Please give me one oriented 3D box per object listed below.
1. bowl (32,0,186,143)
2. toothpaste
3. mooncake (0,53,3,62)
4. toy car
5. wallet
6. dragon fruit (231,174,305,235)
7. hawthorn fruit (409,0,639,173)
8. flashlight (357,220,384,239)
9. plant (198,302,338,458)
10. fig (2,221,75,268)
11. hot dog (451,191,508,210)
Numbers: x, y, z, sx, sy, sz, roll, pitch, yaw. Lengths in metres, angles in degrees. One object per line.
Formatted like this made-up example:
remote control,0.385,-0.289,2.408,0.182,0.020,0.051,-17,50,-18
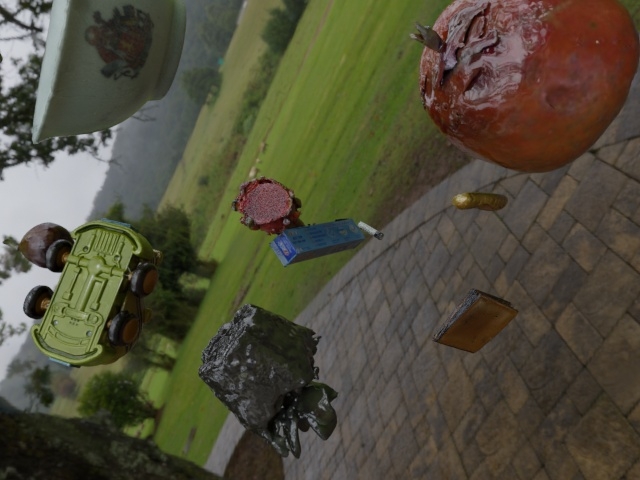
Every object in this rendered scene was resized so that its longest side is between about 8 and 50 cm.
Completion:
bowl,-0.351,-0.354,0.966,0.435,0.196,0.434,-26,59,55
toothpaste,0.000,0.000,1.238,0.053,0.066,0.272,-42,-17,31
mooncake,-0.752,-0.394,1.201,0.130,0.073,0.125,-36,46,-6
toy car,-0.368,0.095,0.965,0.142,0.201,0.247,52,-124,-68
wallet,0.423,0.225,1.548,0.195,0.161,0.042,-55,28,26
dragon fruit,-0.108,-0.068,1.333,0.150,0.208,0.133,27,85,49
hawthorn fruit,0.246,-0.235,0.768,0.276,0.308,0.275,-176,90,-65
flashlight,0.121,-0.024,1.362,0.083,0.018,0.018,33,94,52
plant,-0.082,0.259,1.075,0.188,0.276,0.199,-42,17,15
fig,-0.532,0.012,1.060,0.089,0.125,0.088,-4,-90,-76
hot dog,0.251,-0.059,0.870,0.044,0.137,0.028,-24,73,39
